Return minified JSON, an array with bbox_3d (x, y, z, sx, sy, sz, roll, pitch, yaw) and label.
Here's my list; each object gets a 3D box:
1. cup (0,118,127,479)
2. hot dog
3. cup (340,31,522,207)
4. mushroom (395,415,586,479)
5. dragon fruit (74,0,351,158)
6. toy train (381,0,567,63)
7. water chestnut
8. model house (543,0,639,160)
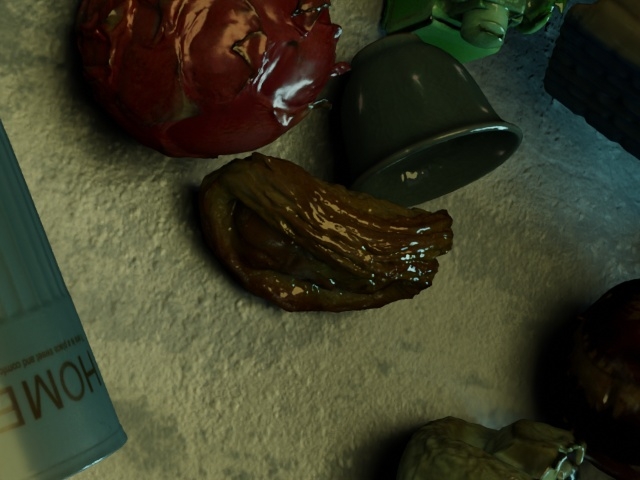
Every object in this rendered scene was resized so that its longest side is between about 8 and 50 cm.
[{"bbox_3d":[-0.366,0.078,1.272,0.331,0.257,0.311,-20,93,-22],"label":"cup"},{"bbox_3d":[0.002,0.003,1.543,0.259,0.175,0.114,15,65,-24],"label":"hot dog"},{"bbox_3d":[0.095,-0.136,1.622,0.199,0.199,0.150,-10,71,-31],"label":"cup"},{"bbox_3d":[0.165,0.279,1.612,0.267,0.164,0.189,-15,120,-64],"label":"mushroom"},{"bbox_3d":[-0.109,-0.192,1.467,0.252,0.241,0.241,-13,91,-45],"label":"dragon fruit"},{"bbox_3d":[0.170,-0.315,1.663,0.132,0.188,0.243,18,76,-30],"label":"toy train"},{"bbox_3d":[0.411,0.184,1.717,0.300,0.300,0.300,4,82,-30],"label":"water chestnut"},{"bbox_3d":[0.467,-0.253,1.732,0.395,0.400,0.445,32,35,10],"label":"model house"}]
